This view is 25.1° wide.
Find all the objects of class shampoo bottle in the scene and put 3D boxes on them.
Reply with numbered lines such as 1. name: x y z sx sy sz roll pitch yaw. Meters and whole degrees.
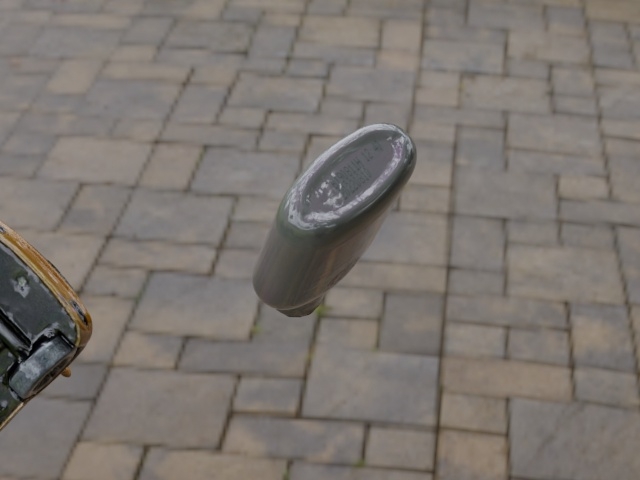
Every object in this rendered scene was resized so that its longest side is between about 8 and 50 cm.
1. shampoo bottle: 0.000 0.000 0.714 0.040 0.165 0.080 44 68 8

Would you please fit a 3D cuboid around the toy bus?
1. toy bus: -0.187 0.072 0.702 0.083 0.194 0.088 46 18 3
